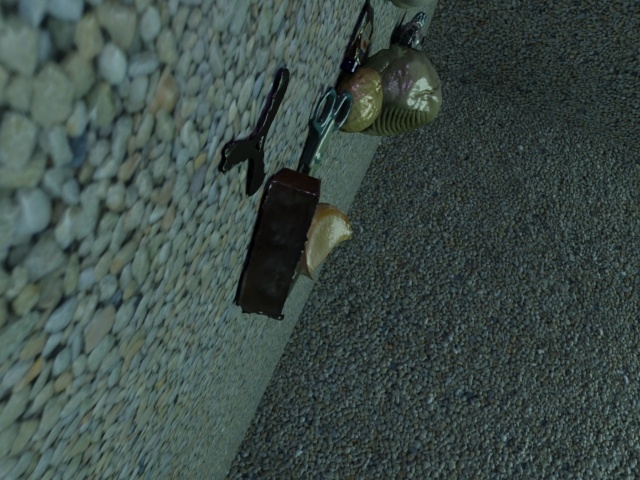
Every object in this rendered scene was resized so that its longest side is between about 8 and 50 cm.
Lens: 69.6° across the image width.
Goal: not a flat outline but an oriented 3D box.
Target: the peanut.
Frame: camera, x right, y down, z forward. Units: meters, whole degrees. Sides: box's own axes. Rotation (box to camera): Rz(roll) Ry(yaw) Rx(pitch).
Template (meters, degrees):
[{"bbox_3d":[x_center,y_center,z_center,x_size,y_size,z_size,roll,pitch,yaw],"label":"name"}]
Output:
[{"bbox_3d":[0.090,-0.336,1.110,0.159,0.109,0.140,-66,167,20],"label":"peanut"}]

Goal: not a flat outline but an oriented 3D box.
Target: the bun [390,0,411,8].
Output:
[{"bbox_3d":[0.249,-0.683,1.182,0.173,0.119,0.173,90,26,-73],"label":"bun"}]

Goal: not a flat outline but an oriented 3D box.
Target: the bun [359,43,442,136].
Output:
[{"bbox_3d":[0.203,-0.424,1.283,0.281,0.281,0.205,39,49,-84],"label":"bun"}]

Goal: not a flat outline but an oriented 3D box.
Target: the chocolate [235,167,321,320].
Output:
[{"bbox_3d":[-0.086,0.010,0.960,0.112,0.111,0.321,-76,-176,-60],"label":"chocolate"}]

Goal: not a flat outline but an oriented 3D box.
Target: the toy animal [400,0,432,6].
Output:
[{"bbox_3d":[0.219,-0.602,0.965,0.187,0.165,0.235,-45,179,13],"label":"toy animal"}]

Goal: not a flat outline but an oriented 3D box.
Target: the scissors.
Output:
[{"bbox_3d":[-0.011,-0.201,1.035,0.138,0.041,0.289,-22,141,-59],"label":"scissors"}]

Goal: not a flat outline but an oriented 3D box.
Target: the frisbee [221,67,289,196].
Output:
[{"bbox_3d":[-0.097,-0.142,0.662,0.187,0.012,0.211,-52,165,-65],"label":"frisbee"}]

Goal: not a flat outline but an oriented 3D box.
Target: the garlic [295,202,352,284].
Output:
[{"bbox_3d":[-0.013,-0.006,1.231,0.145,0.164,0.245,-48,-175,48],"label":"garlic"}]

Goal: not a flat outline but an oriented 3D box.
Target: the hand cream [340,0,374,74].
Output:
[{"bbox_3d":[0.091,-0.455,1.035,0.062,0.038,0.163,14,98,-68],"label":"hand cream"}]

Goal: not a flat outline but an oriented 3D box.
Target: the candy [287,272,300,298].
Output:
[{"bbox_3d":[-0.039,0.050,1.547,0.366,0.124,0.124,-62,177,23],"label":"candy"}]

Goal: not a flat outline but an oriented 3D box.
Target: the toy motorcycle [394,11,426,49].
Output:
[{"bbox_3d":[0.334,-0.771,1.712,0.204,0.108,0.239,-62,-163,4],"label":"toy motorcycle"}]
